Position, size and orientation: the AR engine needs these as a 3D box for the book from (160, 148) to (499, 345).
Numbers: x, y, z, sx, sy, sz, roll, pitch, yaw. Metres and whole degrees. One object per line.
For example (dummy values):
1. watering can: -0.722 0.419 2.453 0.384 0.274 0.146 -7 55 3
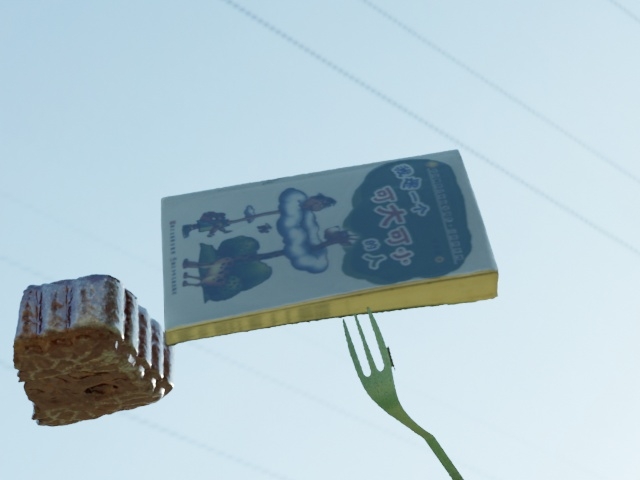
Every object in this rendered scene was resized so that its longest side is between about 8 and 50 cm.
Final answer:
1. book: 0.000 0.000 1.645 0.371 0.260 0.043 -9 -53 -1

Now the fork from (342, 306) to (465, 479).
1. fork: 0.082 0.151 0.980 0.039 0.021 0.235 -29 -84 50

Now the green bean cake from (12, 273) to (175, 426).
1. green bean cake: -0.297 0.140 1.759 0.199 0.097 0.232 -10 -32 10
